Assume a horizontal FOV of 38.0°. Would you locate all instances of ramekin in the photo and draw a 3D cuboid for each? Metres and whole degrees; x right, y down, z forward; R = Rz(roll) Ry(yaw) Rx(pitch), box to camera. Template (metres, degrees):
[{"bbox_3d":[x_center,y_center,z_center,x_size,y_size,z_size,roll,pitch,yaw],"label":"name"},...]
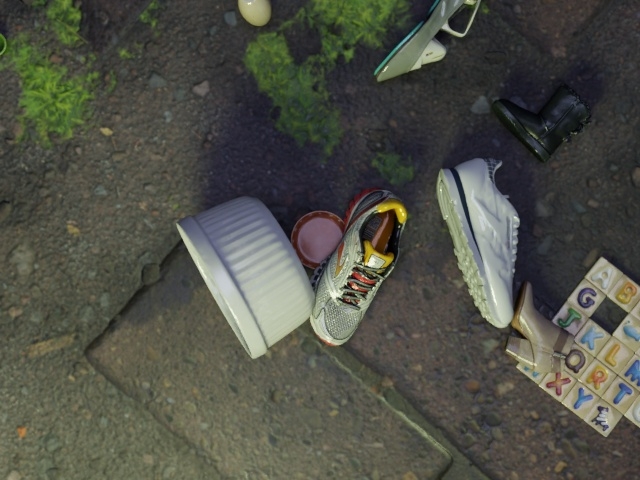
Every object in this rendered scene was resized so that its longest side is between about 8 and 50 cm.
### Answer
[{"bbox_3d":[-0.092,0.040,1.217,0.109,0.207,0.207,-29,87,-9],"label":"ramekin"}]

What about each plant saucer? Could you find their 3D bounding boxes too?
[{"bbox_3d":[0.000,0.000,1.309,0.083,0.013,0.083,0,86,0],"label":"plant saucer"}]

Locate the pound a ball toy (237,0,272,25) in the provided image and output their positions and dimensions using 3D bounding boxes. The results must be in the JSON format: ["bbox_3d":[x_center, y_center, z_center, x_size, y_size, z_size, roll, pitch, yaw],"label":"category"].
[{"bbox_3d":[-0.125,-0.484,1.276,0.208,0.136,0.319,-43,87,-2],"label":"pound a ball toy"}]

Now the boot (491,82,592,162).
[{"bbox_3d":[0.312,-0.179,1.300,0.099,0.045,0.121,-45,94,1],"label":"boot"}]

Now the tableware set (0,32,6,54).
[{"bbox_3d":[-0.530,-0.286,1.325,0.154,0.024,0.104,32,87,3],"label":"tableware set"}]

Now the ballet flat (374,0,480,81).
[{"bbox_3d":[0.163,-0.292,1.295,0.068,0.072,0.213,39,87,-2],"label":"ballet flat"}]

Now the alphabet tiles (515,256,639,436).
[{"bbox_3d":[0.426,0.172,1.297,0.237,0.009,0.198,38,88,3],"label":"alphabet tiles"}]

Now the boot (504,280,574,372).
[{"bbox_3d":[0.306,0.123,1.282,0.087,0.042,0.118,15,85,4],"label":"boot"}]

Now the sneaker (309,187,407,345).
[{"bbox_3d":[0.049,0.035,1.256,0.088,0.093,0.225,20,89,-20],"label":"sneaker"}]

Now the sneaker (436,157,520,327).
[{"bbox_3d":[0.235,0.002,1.274,0.095,0.090,0.235,-15,88,-10],"label":"sneaker"}]
